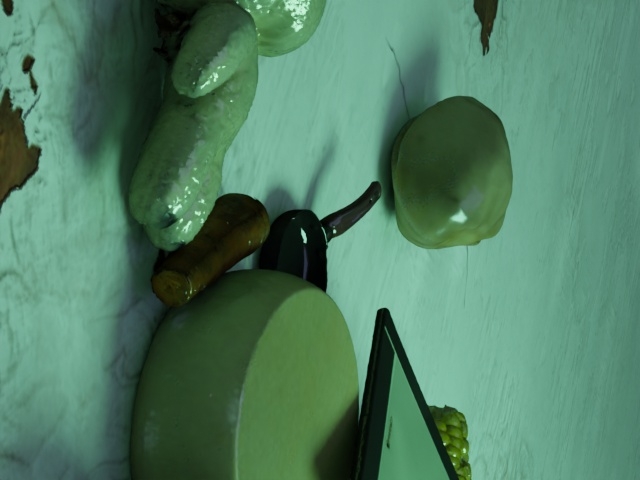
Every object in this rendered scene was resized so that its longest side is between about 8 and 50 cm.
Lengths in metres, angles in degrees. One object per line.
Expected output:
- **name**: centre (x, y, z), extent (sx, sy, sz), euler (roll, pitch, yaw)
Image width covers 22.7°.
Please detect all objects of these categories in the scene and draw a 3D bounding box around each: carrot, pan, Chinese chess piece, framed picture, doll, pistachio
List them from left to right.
- **doll**: centre (-0.093, -0.133, 1.227), extent (0.149, 0.175, 0.278), euler (26, 74, -25)
- **carrot**: centre (-0.091, 0.008, 1.301), extent (0.161, 0.055, 0.055), euler (-47, 136, -57)
- **Chinese chess piece**: centre (-0.058, 0.158, 1.342), extent (0.273, 0.102, 0.273), euler (3, 90, -66)
- **pan**: centre (-0.003, -0.001, 1.525), extent (0.212, 0.040, 0.114), euler (-49, 137, -45)
- **framed picture**: centre (0.102, 0.272, 1.521), extent (0.265, 0.016, 0.347), euler (-78, 151, -53)
- **pistachio**: centre (0.149, -0.074, 1.778), extent (0.152, 0.126, 0.223), euler (45, 40, -13)

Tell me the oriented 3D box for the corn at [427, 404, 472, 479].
- **corn**: centre (0.094, 0.340, 1.699), extent (0.130, 0.130, 0.346), euler (55, 43, -56)
